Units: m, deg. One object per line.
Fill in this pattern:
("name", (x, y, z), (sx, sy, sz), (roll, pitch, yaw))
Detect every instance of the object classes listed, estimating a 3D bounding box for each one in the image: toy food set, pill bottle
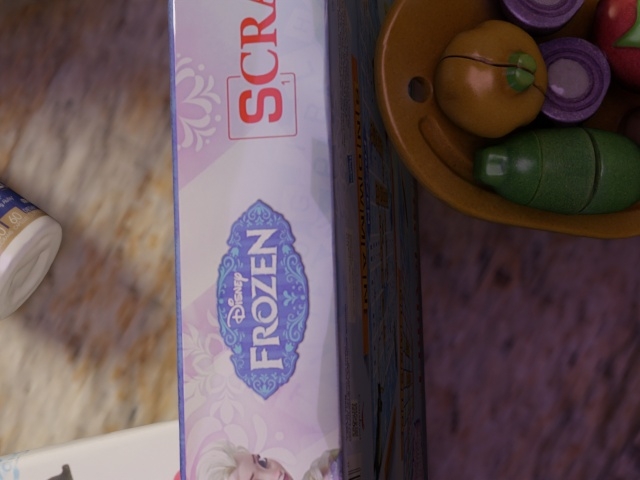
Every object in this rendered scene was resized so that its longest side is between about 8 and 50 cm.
("toy food set", (0.134, -0.067, 0.717), (0.218, 0.071, 0.128), (7, 82, -25))
("pill bottle", (-0.207, -0.014, 0.909), (0.120, 0.067, 0.067), (33, 90, 8))

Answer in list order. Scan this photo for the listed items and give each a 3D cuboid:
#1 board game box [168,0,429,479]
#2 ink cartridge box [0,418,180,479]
("board game box", (0.000, 0.000, 0.757), (0.066, 0.318, 0.318), (-2, 84, 9))
("ink cartridge box", (-0.153, 0.223, 0.853), (0.306, 0.131, 0.226), (-15, 84, 7))
